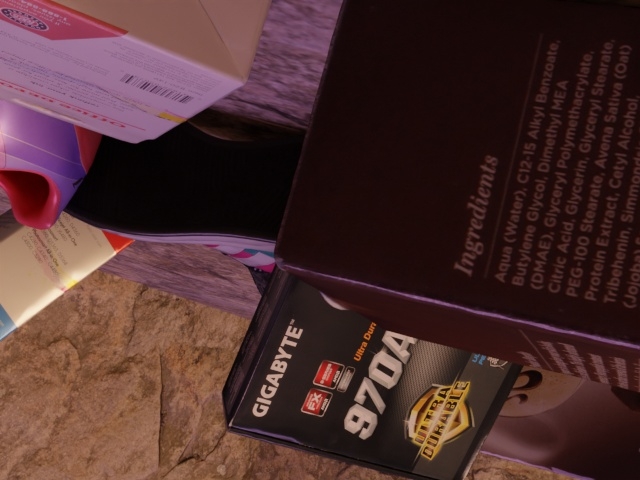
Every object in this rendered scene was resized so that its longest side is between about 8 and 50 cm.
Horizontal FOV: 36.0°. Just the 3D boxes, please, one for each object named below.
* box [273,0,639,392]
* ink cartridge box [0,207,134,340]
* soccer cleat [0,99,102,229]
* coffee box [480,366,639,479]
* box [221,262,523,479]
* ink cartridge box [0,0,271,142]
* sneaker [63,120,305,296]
[{"bbox_3d":[0.195,0.006,0.423,0.381,0.143,0.191,10,171,19],"label":"box"},{"bbox_3d":[-0.274,0.008,0.951,0.134,0.231,0.078,3,127,58],"label":"ink cartridge box"},{"bbox_3d":[-0.238,-0.097,0.573,0.108,0.116,0.318,11,171,26],"label":"soccer cleat"},{"bbox_3d":[0.209,0.087,0.747,0.297,0.168,0.119,14,-174,13],"label":"coffee box"},{"bbox_3d":[0.055,0.043,0.644,0.175,0.220,0.051,19,-162,-18],"label":"box"},{"bbox_3d":[-0.110,-0.104,0.476,0.115,0.067,0.198,19,169,-22],"label":"ink cartridge box"},{"bbox_3d":[-0.069,-0.023,0.776,0.295,0.124,0.178,12,161,14],"label":"sneaker"}]
